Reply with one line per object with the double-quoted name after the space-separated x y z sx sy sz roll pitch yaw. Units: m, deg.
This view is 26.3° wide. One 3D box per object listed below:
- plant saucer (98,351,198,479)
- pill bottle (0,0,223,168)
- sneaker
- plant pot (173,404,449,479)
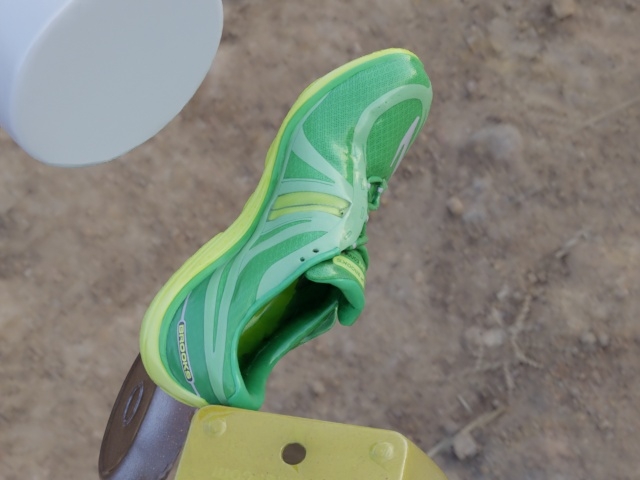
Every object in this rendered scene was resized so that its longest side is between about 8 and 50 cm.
-0.152 0.150 1.209 0.198 0.036 0.198 -55 19 30 "plant saucer"
-0.244 -0.226 0.985 0.204 0.204 0.361 -43 63 -6 "pill bottle"
0.000 0.000 0.961 0.123 0.109 0.295 27 78 36 "sneaker"
-0.018 0.223 0.912 0.212 0.187 0.212 7 54 11 "plant pot"
